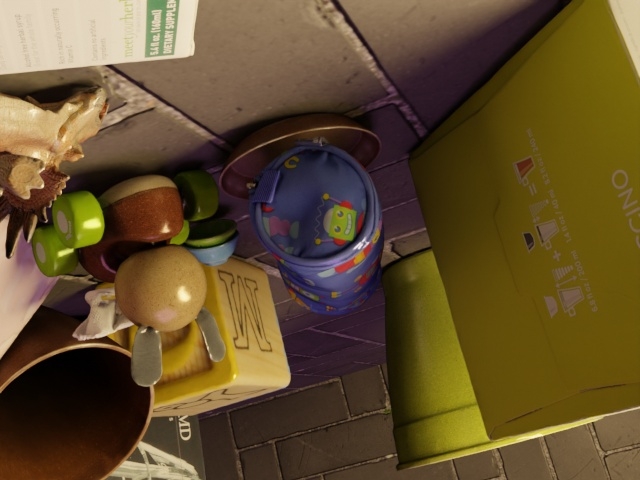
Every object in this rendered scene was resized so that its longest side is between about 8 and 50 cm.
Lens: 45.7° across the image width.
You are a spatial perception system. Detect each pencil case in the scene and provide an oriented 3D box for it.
[{"bbox_3d":[0.000,0.000,0.812,0.133,0.119,0.306,25,169,11],"label":"pencil case"}]

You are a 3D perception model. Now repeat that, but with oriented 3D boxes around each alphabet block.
[{"bbox_3d":[-0.178,0.139,1.092,0.193,0.193,0.197,-21,163,14],"label":"alphabet block"}]

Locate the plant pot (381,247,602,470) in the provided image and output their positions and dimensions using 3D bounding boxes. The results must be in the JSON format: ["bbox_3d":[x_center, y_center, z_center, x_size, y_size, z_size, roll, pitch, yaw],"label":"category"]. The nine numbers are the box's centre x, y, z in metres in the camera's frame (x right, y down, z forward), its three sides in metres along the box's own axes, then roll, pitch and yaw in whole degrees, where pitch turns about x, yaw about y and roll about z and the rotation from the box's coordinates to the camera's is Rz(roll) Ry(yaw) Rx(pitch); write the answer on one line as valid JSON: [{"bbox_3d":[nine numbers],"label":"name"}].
[{"bbox_3d":[0.269,0.195,1.379,0.367,0.352,0.366,-13,163,-4],"label":"plant pot"}]

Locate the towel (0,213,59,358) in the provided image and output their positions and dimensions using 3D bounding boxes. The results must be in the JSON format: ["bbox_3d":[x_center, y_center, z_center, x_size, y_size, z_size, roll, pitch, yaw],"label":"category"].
[{"bbox_3d":[-0.396,0.102,0.690,0.331,0.053,0.317,-55,166,-11],"label":"towel"}]

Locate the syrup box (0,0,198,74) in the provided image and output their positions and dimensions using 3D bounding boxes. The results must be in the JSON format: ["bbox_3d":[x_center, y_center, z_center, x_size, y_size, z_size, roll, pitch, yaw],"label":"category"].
[{"bbox_3d":[-0.181,-0.135,0.349,0.237,0.096,0.093,-11,164,-17],"label":"syrup box"}]

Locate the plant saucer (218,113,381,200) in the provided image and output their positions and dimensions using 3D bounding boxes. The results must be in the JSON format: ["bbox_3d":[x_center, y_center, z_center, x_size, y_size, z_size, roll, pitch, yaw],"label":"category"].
[{"bbox_3d":[-0.023,-0.085,0.771,0.169,0.029,0.168,-14,165,-4],"label":"plant saucer"}]

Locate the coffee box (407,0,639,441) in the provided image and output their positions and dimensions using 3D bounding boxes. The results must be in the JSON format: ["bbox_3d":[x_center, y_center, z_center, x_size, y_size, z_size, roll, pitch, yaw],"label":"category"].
[{"bbox_3d":[0.340,-0.018,0.760,0.335,0.337,0.338,-6,162,-25],"label":"coffee box"}]

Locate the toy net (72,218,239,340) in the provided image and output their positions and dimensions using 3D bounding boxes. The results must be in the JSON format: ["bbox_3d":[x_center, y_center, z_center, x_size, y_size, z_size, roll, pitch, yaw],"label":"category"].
[{"bbox_3d":[-0.197,0.036,0.858,0.122,0.045,0.232,7,-153,35],"label":"toy net"}]

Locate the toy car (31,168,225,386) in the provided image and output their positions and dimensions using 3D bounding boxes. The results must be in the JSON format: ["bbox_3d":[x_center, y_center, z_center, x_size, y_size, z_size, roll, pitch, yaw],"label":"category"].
[{"bbox_3d":[-0.165,0.043,0.743,0.155,0.188,0.149,-16,168,-39],"label":"toy car"}]

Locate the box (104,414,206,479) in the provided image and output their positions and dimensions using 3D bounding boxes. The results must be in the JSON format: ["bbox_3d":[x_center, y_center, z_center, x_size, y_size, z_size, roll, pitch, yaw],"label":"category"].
[{"bbox_3d":[-0.446,0.402,1.165,0.472,0.479,0.297,6,155,-43],"label":"box"}]

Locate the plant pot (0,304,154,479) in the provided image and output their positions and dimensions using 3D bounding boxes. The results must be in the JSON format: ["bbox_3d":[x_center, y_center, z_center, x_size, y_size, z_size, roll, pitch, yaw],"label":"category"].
[{"bbox_3d":[-0.361,0.172,0.961,0.215,0.215,0.230,0,-158,-42],"label":"plant pot"}]

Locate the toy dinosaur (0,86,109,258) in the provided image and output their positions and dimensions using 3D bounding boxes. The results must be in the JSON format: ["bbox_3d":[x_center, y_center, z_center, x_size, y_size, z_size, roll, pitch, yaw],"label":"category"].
[{"bbox_3d":[-0.279,-0.059,0.488,0.296,0.127,0.200,-2,167,-21],"label":"toy dinosaur"}]
